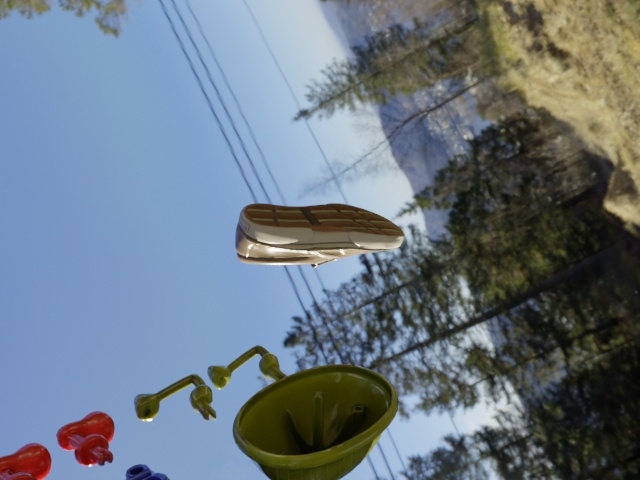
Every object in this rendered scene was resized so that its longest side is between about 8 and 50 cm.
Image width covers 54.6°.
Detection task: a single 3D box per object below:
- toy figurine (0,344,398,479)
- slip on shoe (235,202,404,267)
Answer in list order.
[{"bbox_3d":[-0.101,0.236,0.402,0.363,0.191,0.217,-18,-76,-44],"label":"toy figurine"},{"bbox_3d":[0.000,0.000,0.479,0.051,0.136,0.041,53,134,49],"label":"slip on shoe"}]
